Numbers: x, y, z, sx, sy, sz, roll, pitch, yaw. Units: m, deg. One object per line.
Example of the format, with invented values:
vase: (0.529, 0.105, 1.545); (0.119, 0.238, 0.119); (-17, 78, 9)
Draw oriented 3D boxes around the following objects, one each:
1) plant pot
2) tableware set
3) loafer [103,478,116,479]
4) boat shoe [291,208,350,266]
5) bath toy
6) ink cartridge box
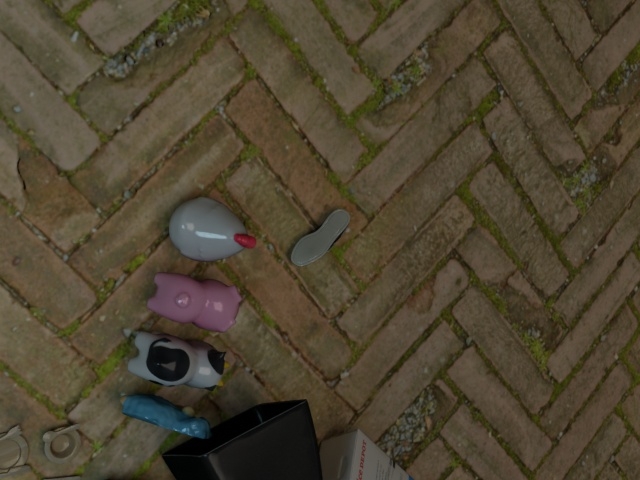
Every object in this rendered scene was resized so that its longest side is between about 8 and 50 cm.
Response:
plant pot: (-0.102, 0.358, 1.616); (0.188, 0.187, 0.167); (-23, 91, -29)
tableware set: (-0.408, 0.340, 1.534); (0.141, 0.020, 0.169); (-12, 104, -33)
loafer: (-0.355, 0.509, 1.553); (0.130, 0.134, 0.366); (32, 68, -8)
boat shoe: (0.000, 0.000, 1.742); (0.046, 0.038, 0.125); (38, 71, 12)
bath toy: (-0.180, 0.112, 1.586); (0.151, 0.129, 0.348); (11, 93, -69)
ink cartridge box: (0.080, 0.438, 1.807); (0.203, 0.086, 0.148); (46, 36, -30)
